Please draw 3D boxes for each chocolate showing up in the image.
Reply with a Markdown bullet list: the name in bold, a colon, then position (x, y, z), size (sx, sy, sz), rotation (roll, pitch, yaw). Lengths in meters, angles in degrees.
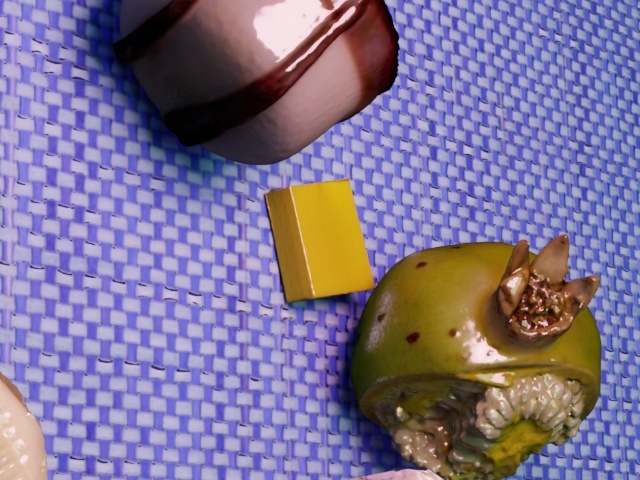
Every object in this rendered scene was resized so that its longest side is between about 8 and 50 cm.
- **chocolate**: position (-0.081, -0.190, 1.634), size (0.186, 0.283, 0.283), rotation (-45, 112, -19)

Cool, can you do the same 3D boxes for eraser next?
- **eraser**: position (0.000, 0.000, 1.784), size (0.097, 0.045, 0.122), rotation (-6, 83, -44)

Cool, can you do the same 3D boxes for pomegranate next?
- **pomegranate**: position (0.174, 0.105, 1.741), size (0.260, 0.340, 0.260), rotation (13, 54, -18)

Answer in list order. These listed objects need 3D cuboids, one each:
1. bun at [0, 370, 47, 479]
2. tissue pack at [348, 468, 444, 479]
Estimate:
- **bun**: position (-0.345, 0.195, 1.316), size (0.259, 0.152, 0.259), rotation (16, 69, -45)
- **tissue pack**: position (0.082, 0.450, 1.625), size (0.297, 0.207, 0.380), rotation (36, 56, -34)
